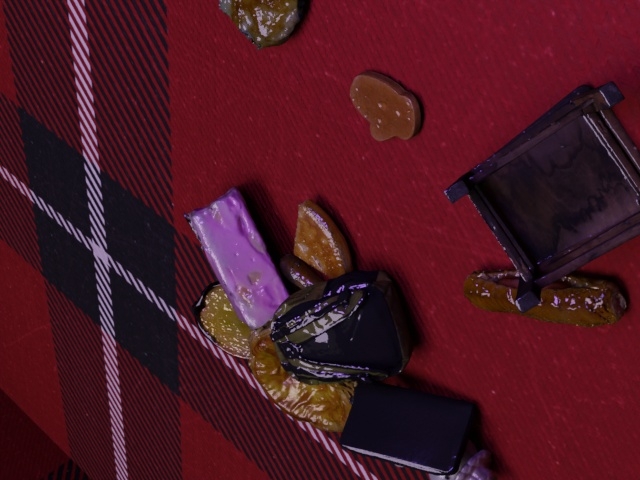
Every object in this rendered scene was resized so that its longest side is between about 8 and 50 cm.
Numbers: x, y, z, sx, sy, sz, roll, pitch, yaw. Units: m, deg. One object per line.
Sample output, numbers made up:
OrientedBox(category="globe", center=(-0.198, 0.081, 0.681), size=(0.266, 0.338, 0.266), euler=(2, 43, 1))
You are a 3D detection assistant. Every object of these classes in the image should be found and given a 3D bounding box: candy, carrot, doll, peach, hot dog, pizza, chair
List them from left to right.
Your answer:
OrientedBox(category="candy", center=(-0.161, 0.036, 2.162), size=(0.265, 0.116, 0.155), euler=(64, 169, -6))
OrientedBox(category="peach", center=(-0.144, 0.163, 2.335), size=(0.279, 0.068, 0.189), euler=(11, 123, 25))
OrientedBox(category="pizza", center=(0.001, 0.000, 2.037), size=(0.134, 0.046, 0.175), euler=(-2, 115, 50))
OrientedBox(category="carrot", center=(0.013, 0.111, 2.118), size=(0.254, 0.049, 0.049), euler=(40, 143, 18))
OrientedBox(category="doll", center=(0.209, 0.388, 2.035), size=(0.293, 0.138, 0.119), euler=(36, -179, 32))
OrientedBox(category="hot dog", center=(0.334, 0.088, 1.676), size=(0.289, 0.068, 0.083), euler=(2, 126, 49))
OrientedBox(category="chair", center=(0.325, -0.068, 1.475), size=(0.241, 0.416, 0.203), euler=(-35, 90, 12))

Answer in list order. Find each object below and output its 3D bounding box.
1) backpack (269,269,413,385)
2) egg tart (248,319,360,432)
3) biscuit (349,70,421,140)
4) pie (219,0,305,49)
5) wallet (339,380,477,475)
OrientedBox(category="backpack", center=(0.033, 0.169, 1.980), size=(0.253, 0.140, 0.207), euler=(-15, 106, 16))
OrientedBox(category="egg tart", center=(-0.015, 0.256, 2.193), size=(0.295, 0.116, 0.294), euler=(23, 139, 22))
OrientedBox(category="biscuit", center=(0.104, -0.210, 1.756), size=(0.140, 0.023, 0.118), euler=(38, 142, 24))
OrientedBox(category="pie", center=(-0.153, -0.498, 1.797), size=(0.371, 0.078, 0.296), euler=(49, 146, 9))
OrientedBox(category="wallet", center=(0.154, 0.341, 2.000), size=(0.250, 0.149, 0.044), euler=(8, 154, 28))
